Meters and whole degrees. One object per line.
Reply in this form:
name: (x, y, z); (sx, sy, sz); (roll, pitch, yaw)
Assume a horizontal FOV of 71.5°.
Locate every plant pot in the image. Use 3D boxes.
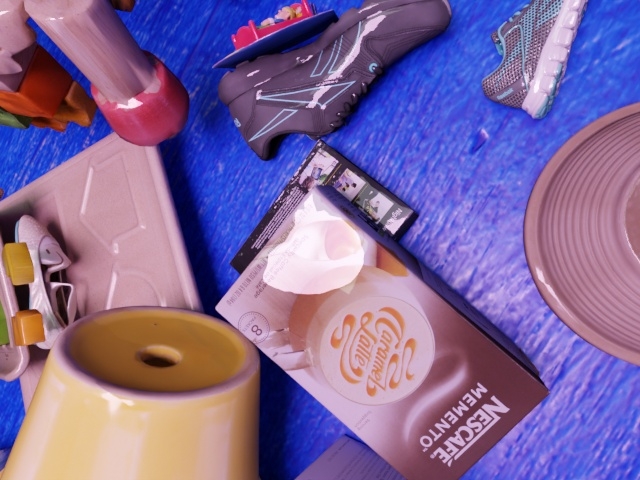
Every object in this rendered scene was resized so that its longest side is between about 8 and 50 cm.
plant pot: (-0.158, 0.198, 0.391); (0.254, 0.254, 0.239); (18, 103, 22)
plant pot: (0.289, -0.011, 0.348); (0.237, 0.110, 0.237); (-3, 83, 22)

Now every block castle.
block castle: (-0.329, -0.280, 0.470); (0.453, 0.213, 0.303); (12, 74, 8)

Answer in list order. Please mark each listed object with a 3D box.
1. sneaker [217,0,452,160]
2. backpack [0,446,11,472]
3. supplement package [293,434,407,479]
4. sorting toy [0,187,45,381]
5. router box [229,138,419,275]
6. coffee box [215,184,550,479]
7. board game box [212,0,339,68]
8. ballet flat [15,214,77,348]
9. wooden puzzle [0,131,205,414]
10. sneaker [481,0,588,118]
sneaker: (0.018, -0.176, 0.492); (0.267, 0.101, 0.106); (-18, 96, 23)
backpack: (-0.467, 0.379, 0.553); (0.254, 0.225, 0.191); (-10, 86, 17)
supplement package: (0.098, 0.322, 0.355); (0.293, 0.175, 0.177); (17, 90, 23)
sorting toy: (-0.403, 0.057, 0.547); (0.307, 0.041, 0.229); (-16, 84, 47)
router box: (0.000, 0.000, 0.495); (0.133, 0.046, 0.179); (41, 101, 19)
coffee box: (0.052, 0.081, 0.405); (0.246, 0.098, 0.141); (40, 102, 3)
board game box: (-0.049, -0.225, 0.472); (0.133, 0.168, 0.033); (-19, 107, 13)
ballet flat: (-0.330, 0.047, 0.548); (0.052, 0.057, 0.168); (-12, 84, -3)
wooden puzzle: (-0.296, 0.046, 0.597); (0.348, 0.080, 0.322); (-24, 76, 23)
sneaker: (0.205, -0.205, 0.426); (0.076, 0.065, 0.166); (20, 91, 26)
